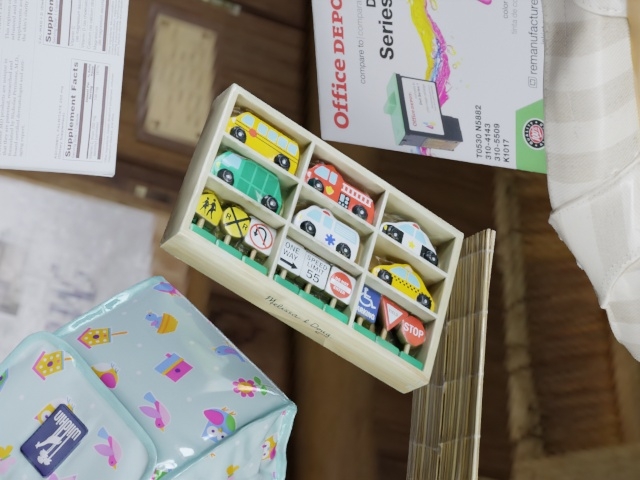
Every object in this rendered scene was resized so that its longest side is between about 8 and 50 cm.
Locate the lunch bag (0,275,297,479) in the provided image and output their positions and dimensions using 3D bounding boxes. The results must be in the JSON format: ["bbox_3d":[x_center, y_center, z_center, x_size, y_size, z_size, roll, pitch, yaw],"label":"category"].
[{"bbox_3d":[-0.191,0.184,1.443,0.223,0.262,0.160,42,-39,30],"label":"lunch bag"}]

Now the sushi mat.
[{"bbox_3d":[0.138,0.152,1.638,0.151,0.019,0.316,-15,-112,63],"label":"sushi mat"}]

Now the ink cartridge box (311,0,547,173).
[{"bbox_3d":[0.138,-0.189,1.470,0.117,0.278,0.201,-45,138,-51],"label":"ink cartridge box"}]

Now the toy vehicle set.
[{"bbox_3d":[0.000,0.000,1.313,0.035,0.267,0.166,-32,-146,47],"label":"toy vehicle set"}]

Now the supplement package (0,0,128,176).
[{"bbox_3d":[-0.269,-0.190,1.169,0.204,0.145,0.261,7,-87,36],"label":"supplement package"}]

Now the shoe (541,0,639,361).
[{"bbox_3d":[0.115,-0.042,0.562,0.076,0.058,0.219,-53,144,-41],"label":"shoe"}]
